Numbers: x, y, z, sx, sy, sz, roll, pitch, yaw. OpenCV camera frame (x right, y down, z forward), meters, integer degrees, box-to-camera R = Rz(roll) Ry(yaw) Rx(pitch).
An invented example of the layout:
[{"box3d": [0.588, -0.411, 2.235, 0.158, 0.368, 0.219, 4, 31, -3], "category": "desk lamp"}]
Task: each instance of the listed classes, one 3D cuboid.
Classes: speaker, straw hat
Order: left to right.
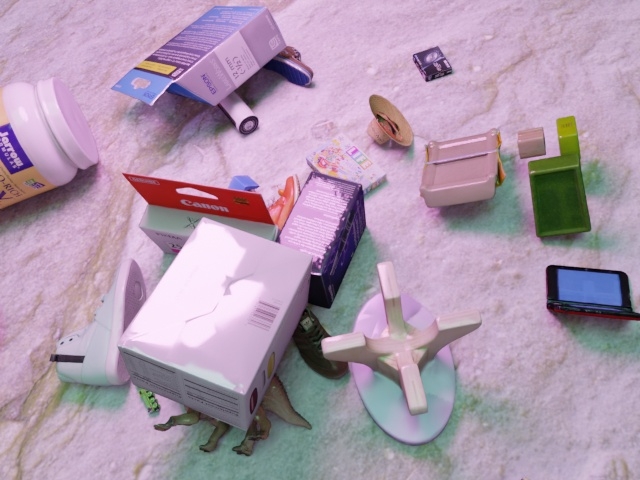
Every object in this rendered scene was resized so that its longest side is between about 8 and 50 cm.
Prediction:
[{"box3d": [-0.202, -0.311, 1.357, 0.055, 0.055, 0.136, -33, 62, -11], "category": "speaker"}, {"box3d": [0.135, -0.246, 1.262, 0.061, 0.145, 0.144, -40, 51, 35], "category": "straw hat"}]

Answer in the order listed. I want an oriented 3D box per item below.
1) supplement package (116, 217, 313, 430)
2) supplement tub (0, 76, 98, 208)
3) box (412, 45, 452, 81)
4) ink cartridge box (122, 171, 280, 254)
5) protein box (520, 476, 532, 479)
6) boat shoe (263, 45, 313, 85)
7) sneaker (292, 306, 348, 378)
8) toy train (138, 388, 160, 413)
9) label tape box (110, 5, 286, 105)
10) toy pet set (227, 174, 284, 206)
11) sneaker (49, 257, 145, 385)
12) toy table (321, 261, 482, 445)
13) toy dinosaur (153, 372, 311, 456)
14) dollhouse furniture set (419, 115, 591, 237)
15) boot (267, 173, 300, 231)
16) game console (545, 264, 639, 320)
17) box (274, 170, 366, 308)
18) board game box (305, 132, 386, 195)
[{"box3d": [-0.154, 0.128, 0.923, 0.204, 0.145, 0.261, 20, 53, 9], "category": "supplement package"}, {"box3d": [-0.691, -0.202, 1.260, 0.332, 0.241, 0.241, -23, 60, -4], "category": "supplement tub"}, {"box3d": [0.266, -0.421, 1.371, 0.067, 0.018, 0.083, -18, 59, -2], "category": "box"}, {"box3d": [-0.213, -0.026, 1.086, 0.275, 0.239, 0.060, 9, 68, 14], "category": "ink cartridge box"}, {"box3d": [0.329, 0.434, 0.762, 0.200, 0.201, 0.135, 20, 66, 19], "category": "protein box"}, {"box3d": [-0.082, -0.442, 1.408, 0.183, 0.066, 0.066, 32, 68, 24], "category": "boat shoe"}, {"box3d": [-0.023, 0.170, 1.043, 0.066, 0.071, 0.188, -37, 61, -13], "category": "sneaker"}, {"box3d": [-0.319, 0.280, 1.056, 0.024, 0.017, 0.083, -36, 61, -1], "category": "toy train"}, {"box3d": [-0.287, -0.407, 1.348, 0.347, 0.115, 0.249, -46, 40, -15], "category": "label tape box"}, {"box3d": [-0.134, -0.092, 1.214, 0.122, 0.065, 0.114, -40, 63, -15], "category": "toy pet set"}, {"box3d": [-0.430, 0.151, 1.104, 0.151, 0.094, 0.255, -5, 58, 9], "category": "sneaker"}, {"box3d": [0.137, 0.184, 0.961, 0.252, 0.160, 0.274, -21, 58, -4], "category": "toy table"}, {"box3d": [-0.159, 0.250, 0.994, 0.296, 0.127, 0.200, 3, 54, 4], "category": "toy dinosaur"}, {"box3d": [0.364, -0.115, 1.155, 0.302, 0.151, 0.197, -8, 37, 24], "category": "dollhouse furniture set"}, {"box3d": [-0.082, -0.067, 1.182, 0.085, 0.059, 0.157, 5, 70, 5], "category": "boot"}, {"box3d": [0.478, 0.089, 1.010, 0.144, 0.124, 0.085, 5, 88, 12], "category": "game console"}, {"box3d": [0.000, 0.000, 1.092, 0.108, 0.153, 0.207, 17, 65, 16], "category": "box"}, {"box3d": [0.054, -0.156, 1.245, 0.103, 0.026, 0.154, -36, 61, -13], "category": "board game box"}]
